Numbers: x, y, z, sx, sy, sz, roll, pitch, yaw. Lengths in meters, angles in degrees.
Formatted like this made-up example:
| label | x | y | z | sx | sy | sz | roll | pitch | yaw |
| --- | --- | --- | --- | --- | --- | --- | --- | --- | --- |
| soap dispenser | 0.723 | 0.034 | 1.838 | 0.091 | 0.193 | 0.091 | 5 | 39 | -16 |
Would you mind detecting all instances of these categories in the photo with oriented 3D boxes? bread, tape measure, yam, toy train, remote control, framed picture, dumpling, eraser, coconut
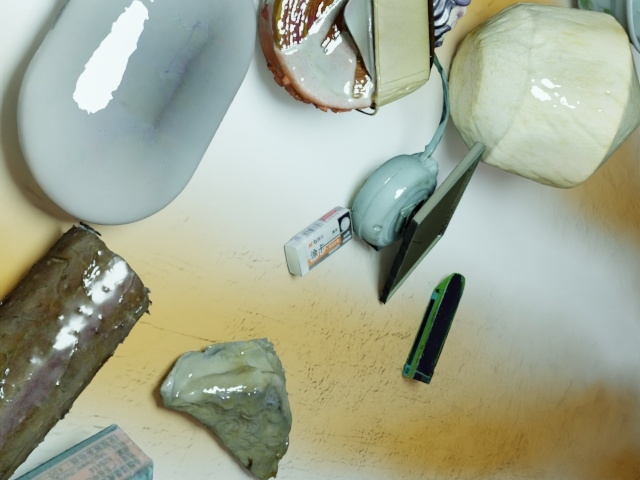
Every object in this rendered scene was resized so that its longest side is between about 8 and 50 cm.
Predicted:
| label | x | y | z | sx | sy | sz | roll | pitch | yaw |
| --- | --- | --- | --- | --- | --- | --- | --- | --- | --- |
| bread | 0.032 | -0.262 | 1.006 | 0.211 | 0.142 | 0.225 | -13 | 110 | -20 |
| tape measure | 0.130 | -0.115 | 1.191 | 0.164 | 0.084 | 0.330 | -40 | 156 | -35 |
| yam | -0.289 | 0.125 | 0.819 | 0.280 | 0.131 | 0.131 | -54 | 139 | -21 |
| toy train | 0.209 | 0.156 | 1.510 | 0.044 | 0.042 | 0.209 | 25 | 84 | -31 |
| remote control | -0.178 | -0.173 | 0.845 | 0.221 | 0.103 | 0.332 | 41 | 73 | -50 |
| framed picture | 0.174 | -0.020 | 1.315 | 0.192 | 0.018 | 0.265 | -47 | 165 | -29 |
| dumpling | -0.086 | 0.226 | 1.146 | 0.166 | 0.086 | 0.332 | -55 | 144 | -16 |
| eraser | 0.000 | 0.000 | 1.198 | 0.122 | 0.029 | 0.052 | -37 | 131 | -36 |
| coconut | 0.377 | -0.229 | 1.319 | 0.328 | 0.328 | 0.329 | -24 | 122 | -44 |

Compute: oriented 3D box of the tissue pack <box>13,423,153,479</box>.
| label | x | y | z | sx | sy | sz | roll | pitch | yaw |
| --- | --- | --- | --- | --- | --- | --- | --- | --- | --- |
| tissue pack | -0.322 | 0.357 | 0.853 | 0.315 | 0.103 | 0.228 | -27 | 140 | -43 |

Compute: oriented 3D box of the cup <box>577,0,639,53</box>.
| label | x | y | z | sx | sy | sz | roll | pitch | yaw |
| --- | --- | --- | --- | --- | --- | --- | --- | --- | --- |
| cup | 0.605 | -0.543 | 1.612 | 0.347 | 0.163 | 0.347 | -24 | 122 | -45 |

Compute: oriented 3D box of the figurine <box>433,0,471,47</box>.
| label | x | y | z | sx | sy | sz | roll | pitch | yaw |
| --- | --- | --- | --- | --- | --- | --- | --- | --- | --- |
| figurine | 0.140 | -0.340 | 1.146 | 0.222 | 0.145 | 0.145 | -49 | 137 | -26 |
